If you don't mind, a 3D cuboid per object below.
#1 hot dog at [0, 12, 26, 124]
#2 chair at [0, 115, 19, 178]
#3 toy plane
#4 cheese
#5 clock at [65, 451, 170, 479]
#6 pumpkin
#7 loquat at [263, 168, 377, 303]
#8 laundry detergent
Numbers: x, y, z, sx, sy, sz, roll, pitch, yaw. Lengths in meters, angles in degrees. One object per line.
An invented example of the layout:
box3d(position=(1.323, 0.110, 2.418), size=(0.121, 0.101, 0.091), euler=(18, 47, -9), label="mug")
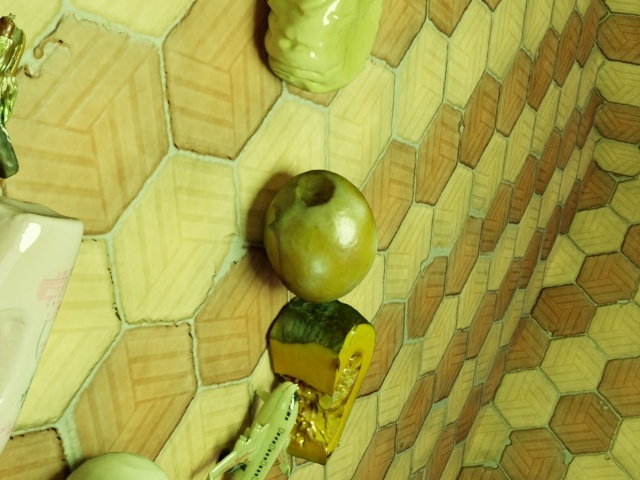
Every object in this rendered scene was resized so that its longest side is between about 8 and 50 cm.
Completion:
box3d(position=(-0.293, -0.137, 0.617), size=(0.056, 0.041, 0.133), euler=(30, 80, -60), label="hot dog")
box3d(position=(-0.278, -0.150, 0.415), size=(0.416, 0.240, 0.203), euler=(-47, 150, -36), label="chair")
box3d(position=(-0.103, 0.346, 1.174), size=(0.229, 0.092, 0.245), euler=(22, 86, -59), label="toy plane")
box3d(position=(0.015, -0.310, 0.975), size=(0.226, 0.117, 0.214), euler=(-18, 128, -61), label="cheese")
box3d(position=(-0.293, 0.452, 0.831), size=(0.342, 0.183, 0.326), euler=(-44, 137, -48), label="clock")
box3d(position=(-0.015, 0.233, 1.210), size=(0.281, 0.139, 0.190), euler=(-68, 155, -12), label="pumpkin")
box3d(position=(0.000, 0.000, 1.069), size=(0.179, 0.179, 0.228), euler=(-52, 154, -31), label="loquat")
box3d(position=(-0.319, 0.128, 0.660), size=(0.159, 0.087, 0.335), euler=(18, 91, -87), label="laundry detergent")
